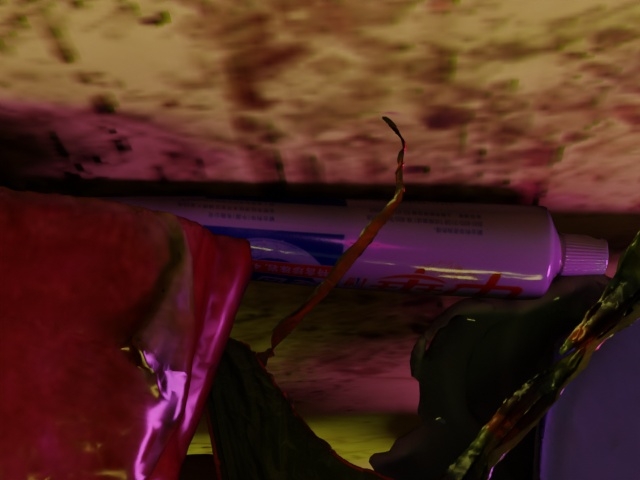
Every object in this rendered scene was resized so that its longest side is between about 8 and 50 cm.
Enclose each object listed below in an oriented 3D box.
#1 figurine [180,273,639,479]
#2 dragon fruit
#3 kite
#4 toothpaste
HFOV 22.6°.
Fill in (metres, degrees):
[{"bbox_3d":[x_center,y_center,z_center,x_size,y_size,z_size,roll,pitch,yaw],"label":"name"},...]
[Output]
[{"bbox_3d":[0.066,0.145,0.623,0.277,0.248,0.388,0,152,-21],"label":"figurine"},{"bbox_3d":[-0.195,0.074,0.444,0.205,0.152,0.317,19,157,-40],"label":"dragon fruit"},{"bbox_3d":[0.042,0.055,0.415,0.006,0.198,0.244,-15,141,-59],"label":"kite"},{"bbox_3d":[0.000,0.000,0.468,0.170,0.028,0.045,3,163,-5],"label":"toothpaste"}]
